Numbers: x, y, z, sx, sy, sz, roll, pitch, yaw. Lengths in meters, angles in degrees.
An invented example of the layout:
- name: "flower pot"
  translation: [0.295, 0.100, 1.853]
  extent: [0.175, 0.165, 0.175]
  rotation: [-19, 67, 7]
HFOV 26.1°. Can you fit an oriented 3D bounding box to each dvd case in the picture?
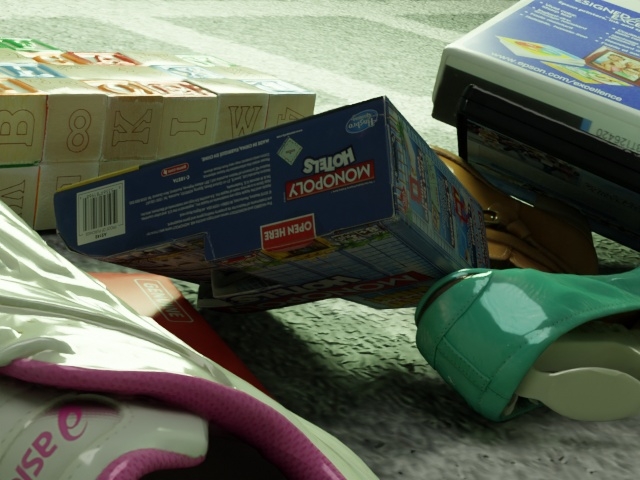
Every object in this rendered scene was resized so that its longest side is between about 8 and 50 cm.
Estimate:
- name: "dvd case"
  translation: [0.172, -0.033, 0.878]
  extent: [0.180, 0.022, 0.253]
  rotation: [25, -2, 8]

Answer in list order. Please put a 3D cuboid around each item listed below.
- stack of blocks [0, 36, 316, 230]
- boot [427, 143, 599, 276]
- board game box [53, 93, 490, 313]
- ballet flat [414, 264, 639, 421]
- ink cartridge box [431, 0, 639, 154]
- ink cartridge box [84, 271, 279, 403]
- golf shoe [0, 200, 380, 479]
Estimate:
- name: "stack of blocks"
  translation: [-0.172, -0.076, 0.917]
  extent: [0.297, 0.087, 0.171]
  rotation: [-5, 22, -40]
- name: "boot"
  translation: [0.074, -0.002, 0.849]
  extent: [0.197, 0.073, 0.152]
  rotation: [11, 20, 11]
- name: "board game box"
  translation: [0.000, 0.000, 0.711]
  extent: [0.194, 0.060, 0.194]
  rotation: [-13, -18, 31]
- name: "ballet flat"
  translation: [0.161, 0.057, 0.718]
  extent: [0.247, 0.083, 0.087]
  rotation: [-2, 45, -34]
- name: "ink cartridge box"
  translation: [0.275, -0.105, 1.035]
  extent: [0.303, 0.072, 0.307]
  rotation: [23, 27, 19]
- name: "ink cartridge box"
  translation: [-0.140, 0.041, 0.596]
  extent: [0.261, 0.066, 0.296]
  rotation: [0, 20, -26]
- name: "golf shoe"
  translation: [-0.095, 0.038, 0.367]
  extent: [0.306, 0.115, 0.140]
  rotation: [28, -13, -4]
